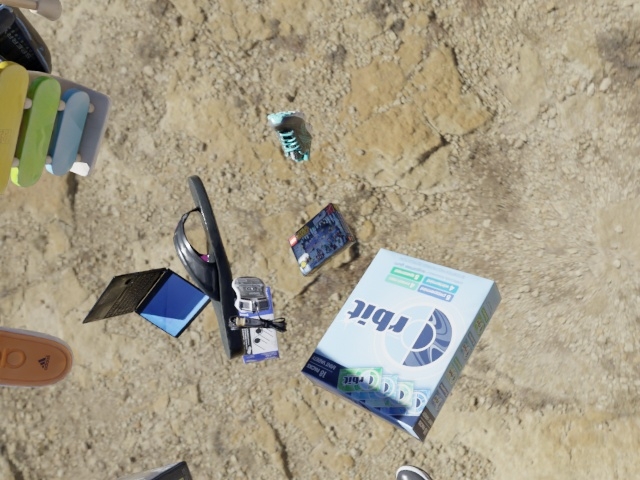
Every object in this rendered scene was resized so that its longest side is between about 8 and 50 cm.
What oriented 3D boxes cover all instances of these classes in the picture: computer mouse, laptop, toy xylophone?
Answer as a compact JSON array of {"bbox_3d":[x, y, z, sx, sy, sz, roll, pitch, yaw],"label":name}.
[{"bbox_3d":[-0.130,0.126,1.130,0.106,0.193,0.042,0,112,-13],"label":"computer mouse"},{"bbox_3d":[-0.490,0.196,1.651,0.234,0.264,0.136,-46,68,32],"label":"laptop"},{"bbox_3d":[-0.363,-0.150,0.628,0.081,0.323,0.236,27,116,13],"label":"toy xylophone"}]

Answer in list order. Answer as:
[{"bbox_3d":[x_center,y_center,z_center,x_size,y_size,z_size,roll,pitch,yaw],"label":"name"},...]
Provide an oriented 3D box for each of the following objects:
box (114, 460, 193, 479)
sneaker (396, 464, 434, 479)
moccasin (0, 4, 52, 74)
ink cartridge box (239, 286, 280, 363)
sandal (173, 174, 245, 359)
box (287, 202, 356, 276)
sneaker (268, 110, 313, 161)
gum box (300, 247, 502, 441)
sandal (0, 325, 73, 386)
[{"bbox_3d":[-0.396,0.519,1.156,0.233,0.183,0.059,-27,83,34],"label":"box"},{"bbox_3d":[0.179,0.532,1.057,0.084,0.097,0.234,-31,61,34],"label":"sneaker"},{"bbox_3d":[-0.665,-0.454,1.186,0.138,0.342,0.116,-38,61,5],"label":"moccasin"},{"bbox_3d":[-0.172,0.228,1.585,0.097,0.046,0.207,-8,51,-4],"label":"ink cartridge box"},{"bbox_3d":[-0.270,0.071,1.352,0.107,0.168,0.445,-13,96,-17],"label":"sandal"},{"bbox_3d":[0.000,0.000,1.182,0.137,0.027,0.093,-40,62,31],"label":"box"},{"bbox_3d":[-0.048,-0.187,1.062,0.065,0.166,0.076,-5,85,17],"label":"sneaker"},{"bbox_3d":[0.090,0.107,0.657,0.157,0.041,0.184,18,64,41],"label":"gum box"},{"bbox_3d":[-0.454,0.148,0.745,0.076,0.266,0.101,7,88,60],"label":"sandal"}]
